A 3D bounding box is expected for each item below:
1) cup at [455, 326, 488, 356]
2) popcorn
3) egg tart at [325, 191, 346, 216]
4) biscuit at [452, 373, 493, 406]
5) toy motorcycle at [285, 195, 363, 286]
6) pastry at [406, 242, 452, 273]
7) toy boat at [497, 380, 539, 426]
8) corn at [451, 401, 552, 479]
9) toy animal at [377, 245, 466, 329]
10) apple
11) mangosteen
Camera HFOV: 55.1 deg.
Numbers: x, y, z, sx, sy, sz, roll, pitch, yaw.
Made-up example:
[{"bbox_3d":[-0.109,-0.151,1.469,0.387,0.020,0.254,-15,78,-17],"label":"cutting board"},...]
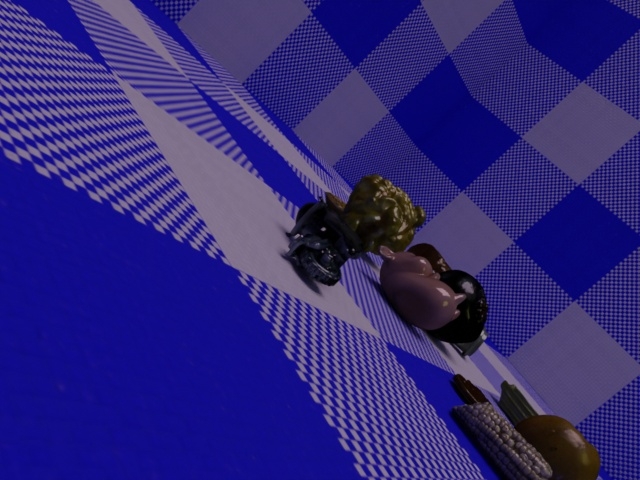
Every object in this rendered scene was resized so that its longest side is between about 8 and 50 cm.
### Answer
[{"bbox_3d":[0.466,0.299,2.014,0.141,0.120,0.120,41,8,9],"label":"cup"},{"bbox_3d":[0.188,-0.060,1.907,0.250,0.242,0.235,33,-4,-12],"label":"popcorn"},{"bbox_3d":[0.054,-0.116,2.115,0.129,0.049,0.129,40,13,-11],"label":"egg tart"},{"bbox_3d":[0.369,0.378,1.473,0.175,0.026,0.124,34,17,-54],"label":"biscuit"},{"bbox_3d":[0.000,0.000,1.170,0.159,0.106,0.270,44,19,4],"label":"toy motorcycle"},{"bbox_3d":[0.482,0.161,2.562,0.356,0.164,0.356,50,4,-5],"label":"pastry"},{"bbox_3d":[0.608,0.530,1.765,0.111,0.084,0.276,34,12,-46],"label":"toy boat"},{"bbox_3d":[0.342,0.379,1.155,0.211,0.087,0.087,52,10,26],"label":"corn"},{"bbox_3d":[0.250,0.129,1.621,0.154,0.166,0.250,-17,45,-30],"label":"toy animal"},{"bbox_3d":[0.491,0.453,1.294,0.182,0.155,0.182,43,11,-11],"label":"apple"},{"bbox_3d":[0.371,0.188,1.790,0.243,0.243,0.243,45,9,-9],"label":"mangosteen"}]
